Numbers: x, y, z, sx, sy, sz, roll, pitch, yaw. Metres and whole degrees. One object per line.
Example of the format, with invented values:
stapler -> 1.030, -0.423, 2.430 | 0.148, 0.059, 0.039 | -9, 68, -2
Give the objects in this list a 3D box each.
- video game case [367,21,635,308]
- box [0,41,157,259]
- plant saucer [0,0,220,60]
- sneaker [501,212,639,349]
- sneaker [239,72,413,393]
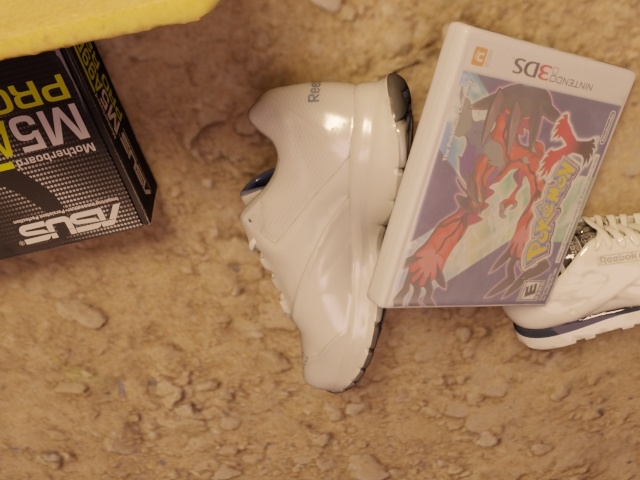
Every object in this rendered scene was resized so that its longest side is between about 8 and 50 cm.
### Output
video game case -> 0.137, -0.043, 0.555 | 0.183, 0.023, 0.201 | 2, 113, -34
box -> -0.284, -0.081, 0.542 | 0.269, 0.060, 0.216 | -12, 127, 4
plant saucer -> -0.213, -0.245, 0.332 | 0.332, 0.081, 0.333 | -4, 116, 23
sneaker -> 0.267, 0.015, 0.652 | 0.235, 0.090, 0.095 | -24, 116, 12
sneaker -> 0.000, 0.000, 0.618 | 0.129, 0.111, 0.297 | 7, 121, 5
